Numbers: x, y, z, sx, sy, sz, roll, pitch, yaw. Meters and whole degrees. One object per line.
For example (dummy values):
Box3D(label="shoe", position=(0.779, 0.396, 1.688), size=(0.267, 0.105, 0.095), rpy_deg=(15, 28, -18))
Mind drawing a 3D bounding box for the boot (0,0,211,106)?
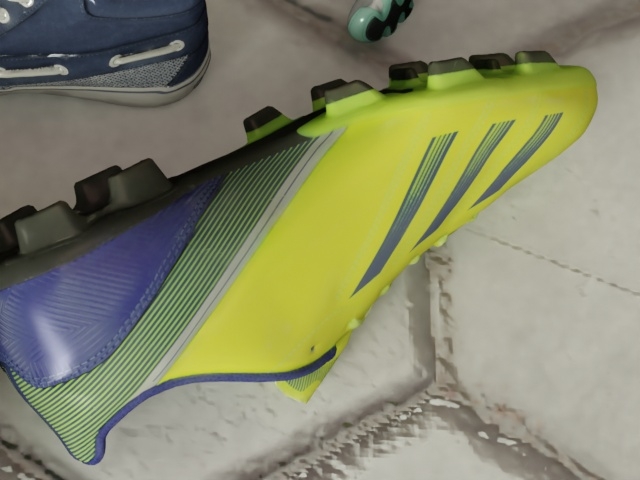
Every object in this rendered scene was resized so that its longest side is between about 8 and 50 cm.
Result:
Box3D(label="boot", position=(-0.143, -0.105, 0.649), size=(0.190, 0.086, 0.069), rpy_deg=(-2, 65, -7))

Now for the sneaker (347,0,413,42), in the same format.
Box3D(label="sneaker", position=(0.022, -0.141, 0.715), size=(0.069, 0.038, 0.098), rpy_deg=(31, 56, 11))

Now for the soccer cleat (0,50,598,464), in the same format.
Box3D(label="soccer cleat", position=(-0.001, 0.000, 0.630), size=(0.289, 0.093, 0.121), rpy_deg=(-23, 99, -21))
